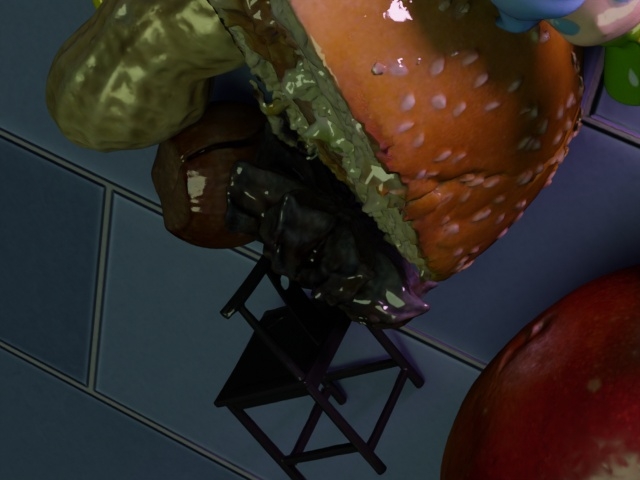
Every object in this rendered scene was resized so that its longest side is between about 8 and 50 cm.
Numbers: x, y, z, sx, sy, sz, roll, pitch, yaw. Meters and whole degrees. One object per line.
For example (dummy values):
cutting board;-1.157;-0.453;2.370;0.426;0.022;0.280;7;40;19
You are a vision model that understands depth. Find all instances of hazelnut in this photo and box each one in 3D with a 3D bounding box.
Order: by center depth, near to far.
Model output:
hazelnut;-0.100;-0.068;1.627;0.143;0.143;0.154;2;103;32

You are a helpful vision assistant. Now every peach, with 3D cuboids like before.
peach;0.285;0.216;1.447;0.335;0.310;0.406;49;135;0

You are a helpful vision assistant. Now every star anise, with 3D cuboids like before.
star anise;-0.001;-0.001;1.532;0.236;0.223;0.109;45;111;-2

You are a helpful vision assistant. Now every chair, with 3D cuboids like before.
chair;-0.028;0.119;1.659;0.141;0.154;0.260;-18;121;39

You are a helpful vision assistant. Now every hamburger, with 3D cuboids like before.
hamburger;0.094;-0.163;1.308;0.268;0.287;0.445;49;177;34

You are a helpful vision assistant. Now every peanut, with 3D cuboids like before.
peanut;-0.144;-0.185;1.490;0.147;0.147;0.305;47;125;-3

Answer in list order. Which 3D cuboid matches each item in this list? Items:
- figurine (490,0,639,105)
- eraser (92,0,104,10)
figurine;0.207;-0.180;1.099;0.263;0.143;0.162;40;144;-20
eraser;-0.172;-0.311;1.546;0.158;0.069;0.226;-2;119;32
